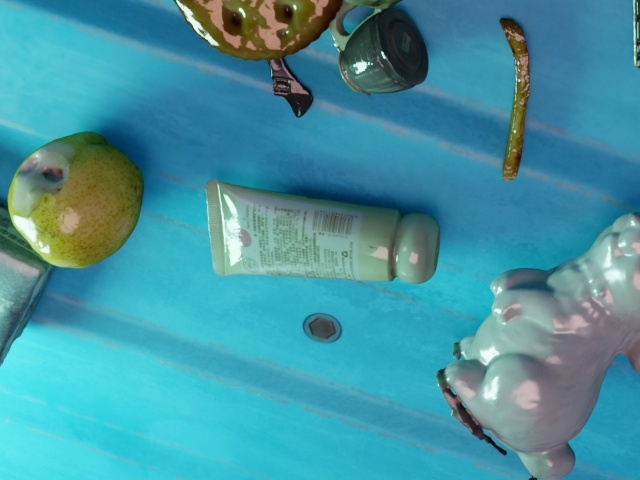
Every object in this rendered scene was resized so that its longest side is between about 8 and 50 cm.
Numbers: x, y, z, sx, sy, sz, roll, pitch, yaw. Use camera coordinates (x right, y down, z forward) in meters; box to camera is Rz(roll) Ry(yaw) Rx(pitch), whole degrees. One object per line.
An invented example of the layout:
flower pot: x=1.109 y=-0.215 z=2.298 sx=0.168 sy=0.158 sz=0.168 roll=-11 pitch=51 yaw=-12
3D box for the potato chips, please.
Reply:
potato chips: x=0.230 y=-0.163 z=1.190 sx=0.037 sy=0.026 sz=0.204 roll=3 pitch=124 yaw=14

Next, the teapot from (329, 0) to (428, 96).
teapot: x=0.063 y=-0.224 z=1.164 sx=0.090 sy=0.124 sz=0.092 roll=-20 pitch=158 yaw=37

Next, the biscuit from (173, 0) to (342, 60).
biscuit: x=-0.073 y=-0.307 z=1.123 sx=0.220 sy=0.066 sz=0.221 roll=5 pitch=115 yaw=10

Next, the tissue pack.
tissue pack: x=-0.548 y=0.019 z=1.431 sx=0.315 sy=0.103 sz=0.228 roll=31 pitch=125 yaw=-8

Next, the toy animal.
toy animal: x=0.333 y=0.122 z=1.272 sx=0.357 sy=0.194 sz=0.258 roll=-38 pitch=99 yaw=22

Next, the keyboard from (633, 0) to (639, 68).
keyboard: x=0.491 y=-0.223 z=1.053 sx=0.317 sy=0.027 sz=0.106 roll=3 pitch=123 yaw=25

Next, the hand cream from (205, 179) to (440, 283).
hand cream: x=0.000 y=0.000 z=1.308 sx=0.305 sy=0.093 sz=0.147 roll=5 pitch=122 yaw=11

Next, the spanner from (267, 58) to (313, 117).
spanner: x=-0.060 y=-0.239 z=1.210 sx=0.046 sy=0.012 sz=0.208 roll=-13 pitch=118 yaw=19

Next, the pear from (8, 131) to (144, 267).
pear: x=-0.310 y=-0.055 z=1.298 sx=0.178 sy=0.178 sz=0.178 roll=6 pitch=124 yaw=8

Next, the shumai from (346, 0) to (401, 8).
shumai: x=0.132 y=-0.337 z=0.958 sx=0.222 sy=0.261 sz=0.225 roll=9 pitch=158 yaw=31
